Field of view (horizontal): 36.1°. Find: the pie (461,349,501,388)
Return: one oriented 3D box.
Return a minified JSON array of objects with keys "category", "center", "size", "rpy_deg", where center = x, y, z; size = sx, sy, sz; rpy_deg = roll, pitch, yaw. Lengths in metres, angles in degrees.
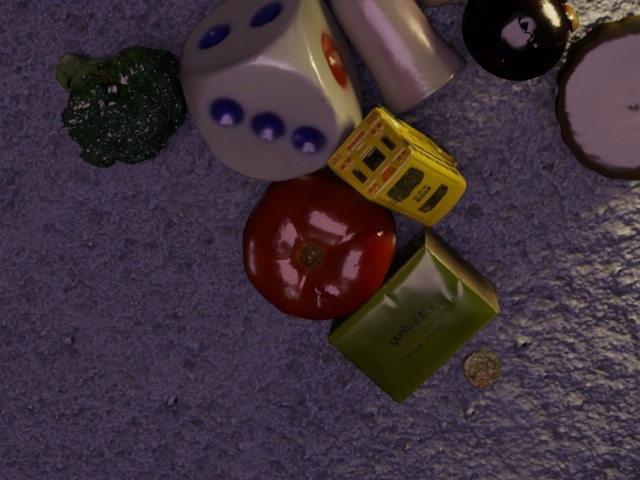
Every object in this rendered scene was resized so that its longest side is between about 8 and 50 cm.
[{"category":"pie","center":[0.332,0.264,2.015],"size":[0.084,0.021,0.084],"rpy_deg":[2,103,7]}]

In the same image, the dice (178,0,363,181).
[{"category":"dice","center":[-0.084,-0.280,1.751],"size":[0.251,0.243,0.259],"rpy_deg":[-17,131,21]}]

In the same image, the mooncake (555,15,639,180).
[{"category":"mooncake","center":[0.561,-0.260,1.757],"size":[0.290,0.161,0.290],"rpy_deg":[2,106,8]}]

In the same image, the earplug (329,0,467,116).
[{"category":"earplug","center":[0.109,-0.391,1.763],"size":[0.172,0.172,0.301],"rpy_deg":[-34,100,15]}]

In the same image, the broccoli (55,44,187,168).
[{"category":"broccoli","center":[-0.398,-0.266,1.847],"size":[0.269,0.269,0.254],"rpy_deg":[26,103,-2]}]

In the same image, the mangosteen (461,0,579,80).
[{"category":"mangosteen","center":[0.362,-0.395,1.740],"size":[0.194,0.194,0.230],"rpy_deg":[42,78,-7]}]

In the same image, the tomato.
[{"category":"tomato","center":[0.000,0.000,1.866],"size":[0.298,0.226,0.299],"rpy_deg":[4,105,16]}]

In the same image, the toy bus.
[{"category":"toy bus","center":[0.155,-0.120,1.757],"size":[0.144,0.330,0.152],"rpy_deg":[-49,63,13]}]

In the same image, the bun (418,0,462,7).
[{"category":"bun","center":[0.213,-0.523,1.720],"size":[0.210,0.116,0.237],"rpy_deg":[-3,122,22]}]

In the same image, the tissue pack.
[{"category":"tissue pack","center":[0.181,0.144,1.919],"size":[0.200,0.167,0.275],"rpy_deg":[42,106,-7]}]
